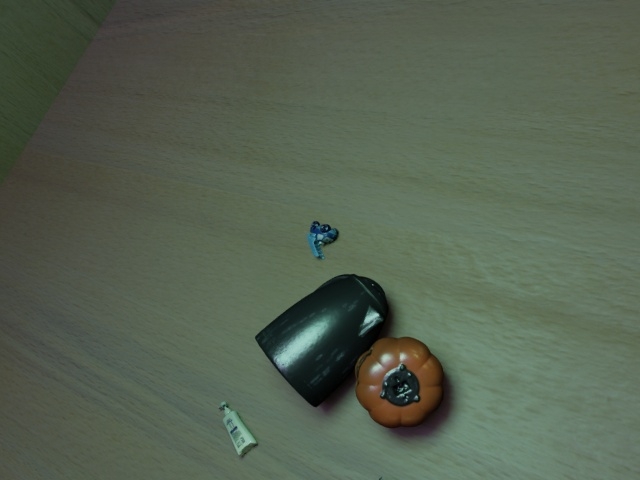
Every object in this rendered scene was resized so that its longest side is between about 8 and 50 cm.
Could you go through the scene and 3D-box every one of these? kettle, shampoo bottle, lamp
[{"bbox_3d":[0.013,0.188,1.268,0.290,0.207,0.268,-43,26,-6],"label":"kettle"},{"bbox_3d":[-0.204,0.443,1.327,0.049,0.034,0.141,-46,54,7],"label":"shampoo bottle"},{"bbox_3d":[0.162,0.290,1.148,0.188,0.164,0.187,-1,83,6],"label":"lamp"}]

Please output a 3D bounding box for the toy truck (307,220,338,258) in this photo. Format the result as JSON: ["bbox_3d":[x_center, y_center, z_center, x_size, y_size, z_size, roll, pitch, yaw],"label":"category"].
[{"bbox_3d":[0.000,0.000,1.446,0.073,0.056,0.090,17,87,36],"label":"toy truck"}]

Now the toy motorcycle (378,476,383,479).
[{"bbox_3d":[0.058,0.577,1.059,0.275,0.187,0.125,-32,52,-14],"label":"toy motorcycle"}]
